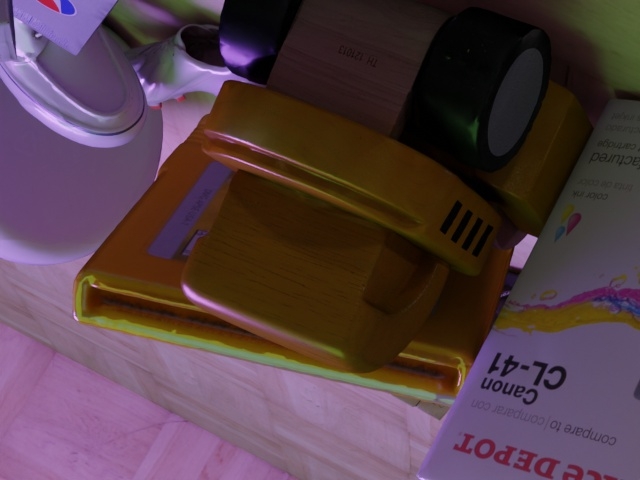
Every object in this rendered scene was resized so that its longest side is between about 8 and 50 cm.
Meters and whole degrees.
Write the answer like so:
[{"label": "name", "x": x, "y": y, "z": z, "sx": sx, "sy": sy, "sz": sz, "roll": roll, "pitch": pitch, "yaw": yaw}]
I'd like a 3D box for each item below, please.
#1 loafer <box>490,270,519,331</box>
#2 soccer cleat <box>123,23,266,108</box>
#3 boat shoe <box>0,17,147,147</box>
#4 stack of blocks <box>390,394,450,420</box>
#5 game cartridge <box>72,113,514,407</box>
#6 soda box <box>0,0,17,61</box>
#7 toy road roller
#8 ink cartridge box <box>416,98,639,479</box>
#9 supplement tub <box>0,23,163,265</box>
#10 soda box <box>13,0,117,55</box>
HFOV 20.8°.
[{"label": "loafer", "x": 0.171, "y": 0.072, "z": 1.625, "sx": 0.080, "sy": 0.078, "sz": 0.220, "roll": 40, "pitch": 161, "yaw": -29}, {"label": "soccer cleat", "x": -0.115, "y": -0.154, "z": 1.486, "sx": 0.196, "sy": 0.068, "sz": 0.076, "roll": 8, "pitch": 145, "yaw": 40}, {"label": "boat shoe", "x": -0.239, "y": -0.195, "z": 1.451, "sx": 0.267, "sy": 0.096, "sz": 0.088, "roll": 54, "pitch": 160, "yaw": 5}, {"label": "stack of blocks", "x": 0.010, "y": 0.053, "z": 1.709, "sx": 0.297, "sy": 0.087, "sz": 0.171, "roll": 32, "pitch": -173, "yaw": -41}, {"label": "game cartridge", "x": 0.000, "y": 0.000, "z": 1.321, "sx": 0.285, "sy": 0.323, "sz": 0.052, "roll": 12, "pitch": 118, "yaw": 8}, {"label": "soda box", "x": -0.259, "y": -0.233, "z": 1.226, "sx": 0.074, "sy": 0.216, "sz": 0.069, "roll": -6, "pitch": 164, "yaw": -7}, {"label": "toy road roller", "x": 0.037, "y": -0.033, "z": 1.176, "sx": 0.203, "sy": 0.240, "sz": 0.329, "roll": 23, "pitch": 177, "yaw": 23}, {"label": "ink cartridge box", "x": 0.235, "y": 0.072, "z": 1.122, "sx": 0.226, "sy": 0.306, "sz": 0.131, "roll": 12, "pitch": 155, "yaw": 46}, {"label": "supplement tub", "x": -0.330, "y": -0.107, "z": 1.672, "sx": 0.325, "sy": 0.235, "sz": 0.235, "roll": 9, "pitch": 153, "yaw": 50}, {"label": "soda box", "x": -0.168, "y": -0.231, "z": 1.282, "sx": 0.091, "sy": 0.098, "sz": 0.286, "roll": 31, "pitch": 164, "yaw": -12}]
